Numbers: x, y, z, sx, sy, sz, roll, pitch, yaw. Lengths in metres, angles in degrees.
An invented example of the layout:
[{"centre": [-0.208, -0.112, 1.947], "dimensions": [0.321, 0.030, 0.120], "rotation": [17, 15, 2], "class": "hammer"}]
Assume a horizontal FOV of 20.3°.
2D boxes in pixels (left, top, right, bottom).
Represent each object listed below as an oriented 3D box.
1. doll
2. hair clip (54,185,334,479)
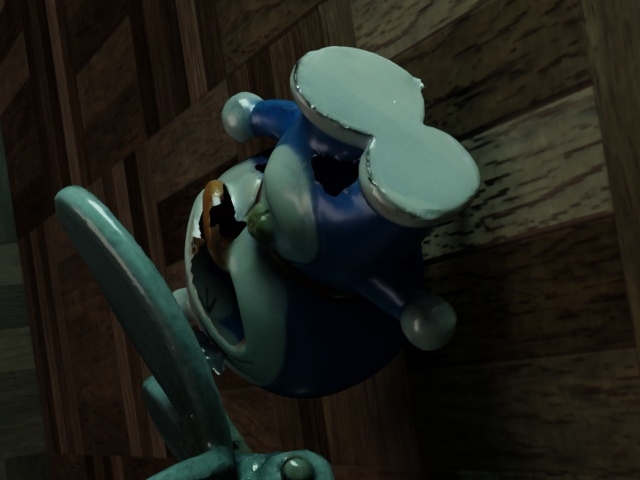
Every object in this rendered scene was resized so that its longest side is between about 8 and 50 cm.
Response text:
[{"centre": [0.000, 0.000, 1.091], "dimensions": [0.215, 0.161, 0.257], "rotation": [63, 154, 23], "class": "doll"}, {"centre": [-0.069, 0.213, 1.039], "dimensions": [0.392, 0.238, 0.318], "rotation": [37, 161, 11], "class": "hair clip"}]
